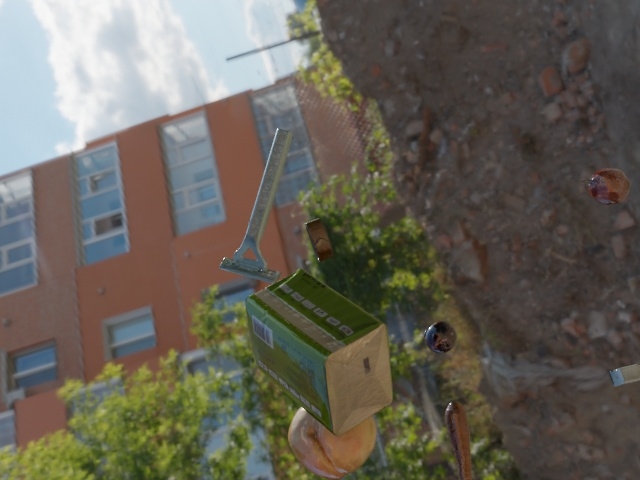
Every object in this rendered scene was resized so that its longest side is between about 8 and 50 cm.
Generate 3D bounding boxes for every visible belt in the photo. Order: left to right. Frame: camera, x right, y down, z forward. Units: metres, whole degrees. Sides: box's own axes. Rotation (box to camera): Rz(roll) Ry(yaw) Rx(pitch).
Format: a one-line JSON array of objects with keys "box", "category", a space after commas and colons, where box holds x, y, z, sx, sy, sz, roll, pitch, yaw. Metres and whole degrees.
[{"box": [0.000, 0.000, 1.537, 0.059, 0.036, 0.083, -123, 12, -67], "category": "belt"}]

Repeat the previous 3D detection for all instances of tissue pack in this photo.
[{"box": [-0.003, 0.214, 1.603, 0.275, 0.167, 0.200, 30, 137, 46], "category": "tissue pack"}]

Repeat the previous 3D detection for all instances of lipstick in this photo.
[{"box": [0.510, 0.210, 1.290, 0.025, 0.107, 0.025, -47, 54, 57], "category": "lipstick"}]

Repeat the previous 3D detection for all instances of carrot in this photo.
[{"box": [0.303, 0.455, 1.738, 0.048, 0.048, 0.216, 54, -152, -71], "category": "carrot"}]

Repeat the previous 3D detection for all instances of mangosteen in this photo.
[{"box": [0.295, 0.235, 1.992, 0.081, 0.081, 0.080, -17, -90, -84], "category": "mangosteen"}]

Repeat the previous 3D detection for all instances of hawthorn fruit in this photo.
[{"box": [0.481, -0.098, 1.399, 0.067, 0.103, 0.066, -165, 90, -85], "category": "hawthorn fruit"}]

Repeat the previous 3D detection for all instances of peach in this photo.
[{"box": [0.022, 0.401, 1.675, 0.184, 0.184, 0.184, -17, -90, -84], "category": "peach"}]

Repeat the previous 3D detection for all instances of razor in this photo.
[{"box": [-0.102, -0.068, 1.484, 0.056, 0.111, 0.277, 9, -85, -75], "category": "razor"}]
